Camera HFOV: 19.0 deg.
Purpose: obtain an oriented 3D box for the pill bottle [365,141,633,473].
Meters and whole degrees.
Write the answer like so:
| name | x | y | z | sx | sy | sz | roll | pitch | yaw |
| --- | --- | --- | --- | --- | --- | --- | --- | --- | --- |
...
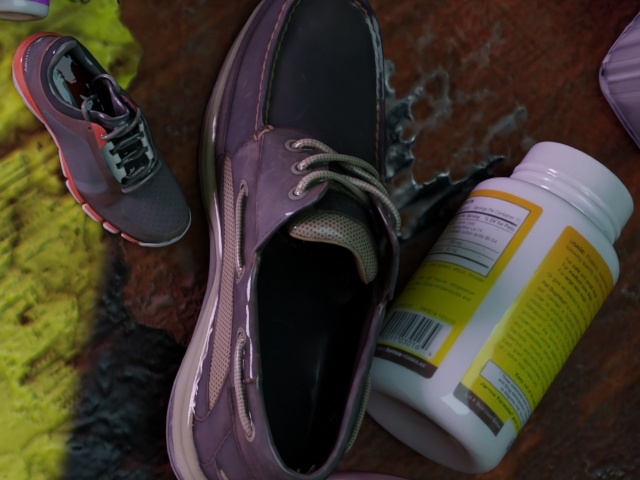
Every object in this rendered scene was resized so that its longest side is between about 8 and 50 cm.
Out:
| name | x | y | z | sx | sy | sz | roll | pitch | yaw |
| --- | --- | --- | --- | --- | --- | --- | --- | --- | --- |
| pill bottle | 0.120 | 0.041 | 1.277 | 0.117 | 0.117 | 0.215 | 43 | 71 | -20 |

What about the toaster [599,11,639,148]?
| name | x | y | z | sx | sy | sz | roll | pitch | yaw |
| --- | --- | --- | --- | --- | --- | --- | --- | --- | --- |
| toaster | 0.302 | -0.132 | 1.361 | 0.227 | 0.146 | 0.129 | -46 | 108 | -22 |

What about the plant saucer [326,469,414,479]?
| name | x | y | z | sx | sy | sz | roll | pitch | yaw |
| --- | --- | --- | --- | --- | --- | --- | --- | --- | --- |
| plant saucer | 0.028 | 0.318 | 1.241 | 0.332 | 0.084 | 0.332 | 1 | 89 | -27 |

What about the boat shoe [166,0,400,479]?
| name | x | y | z | sx | sy | sz | roll | pitch | yaw |
| --- | --- | --- | --- | --- | --- | --- | --- | --- | --- |
| boat shoe | 0.000 | 0.000 | 1.197 | 0.132 | 0.130 | 0.355 | 12 | 76 | -29 |

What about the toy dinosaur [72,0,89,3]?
| name | x | y | z | sx | sy | sz | roll | pitch | yaw |
| --- | --- | --- | --- | --- | --- | --- | --- | --- | --- |
| toy dinosaur | -0.099 | -0.227 | 1.203 | 0.092 | 0.053 | 0.183 | 24 | 78 | -24 |

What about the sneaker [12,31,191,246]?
| name | x | y | z | sx | sy | sz | roll | pitch | yaw |
| --- | --- | --- | --- | --- | --- | --- | --- | --- | --- |
| sneaker | -0.130 | -0.060 | 1.175 | 0.061 | 0.065 | 0.158 | -45 | 108 | -22 |

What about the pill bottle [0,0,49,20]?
| name | x | y | z | sx | sy | sz | roll | pitch | yaw |
| --- | --- | --- | --- | --- | --- | --- | --- | --- | --- |
| pill bottle | -0.185 | -0.177 | 1.161 | 0.043 | 0.043 | 0.083 | 4 | 87 | -28 |
